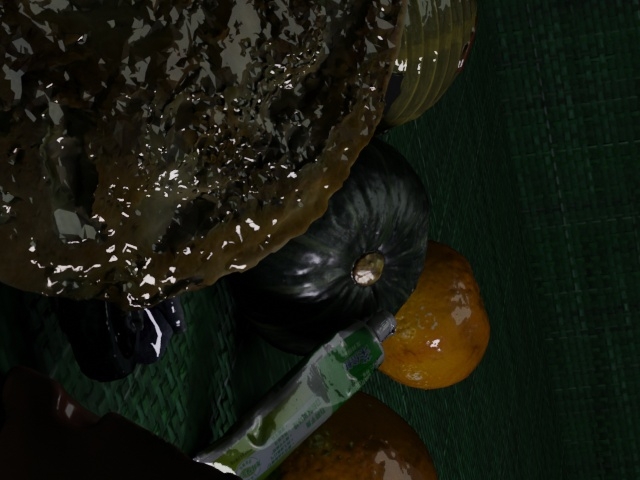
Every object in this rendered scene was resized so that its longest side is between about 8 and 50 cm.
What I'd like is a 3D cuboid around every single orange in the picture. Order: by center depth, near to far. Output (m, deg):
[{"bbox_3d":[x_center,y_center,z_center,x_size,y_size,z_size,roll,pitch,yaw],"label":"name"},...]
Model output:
[{"bbox_3d":[0.031,0.237,1.641,0.179,0.158,0.237,-106,-179,-65],"label":"orange"},{"bbox_3d":[0.119,0.086,2.081,0.177,0.155,0.178,-5,90,-84],"label":"orange"}]

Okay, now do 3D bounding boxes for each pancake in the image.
[{"bbox_3d":[-0.105,-0.124,1.038,0.065,0.356,0.356,15,-61,58],"label":"pancake"}]

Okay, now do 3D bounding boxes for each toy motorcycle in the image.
[{"bbox_3d":[-0.147,-0.060,1.182,0.173,0.108,0.307,-29,113,-81],"label":"toy motorcycle"}]

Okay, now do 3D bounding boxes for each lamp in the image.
[{"bbox_3d":[0.004,-0.212,1.638,0.284,0.250,0.250,-24,111,-36],"label":"lamp"}]

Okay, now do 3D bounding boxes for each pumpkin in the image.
[{"bbox_3d":[0.002,0.001,1.617,0.152,0.211,0.212,24,-47,53],"label":"pumpkin"}]

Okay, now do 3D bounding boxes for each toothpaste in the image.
[{"bbox_3d":[-0.020,0.138,1.513,0.248,0.047,0.078,-42,132,-31],"label":"toothpaste"}]

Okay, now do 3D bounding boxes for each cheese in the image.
[{"bbox_3d":[-0.141,0.205,1.077,0.177,0.203,0.128,-57,155,-19],"label":"cheese"}]
